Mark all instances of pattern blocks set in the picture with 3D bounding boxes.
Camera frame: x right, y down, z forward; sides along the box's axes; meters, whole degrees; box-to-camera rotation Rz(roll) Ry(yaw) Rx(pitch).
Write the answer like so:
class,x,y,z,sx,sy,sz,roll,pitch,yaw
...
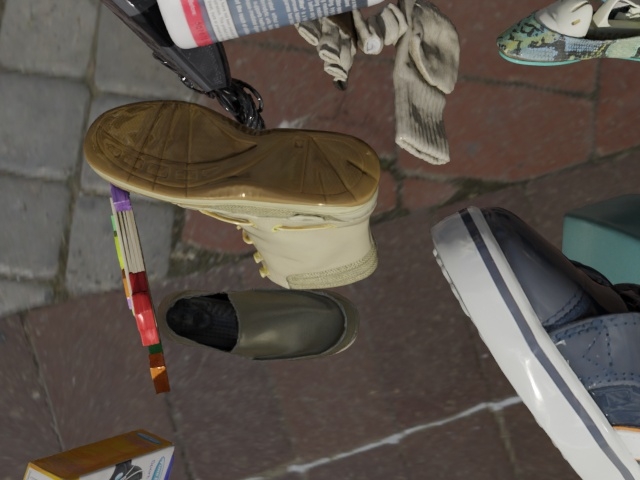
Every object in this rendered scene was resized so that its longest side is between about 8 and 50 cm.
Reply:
class,x,y,z,sx,sy,sz,roll,pitch,yaw
pattern blocks set,-0.212,0.032,1.500,0.026,0.325,0.285,-12,68,-7

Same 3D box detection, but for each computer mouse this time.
class,x,y,z,sx,sy,sz,roll,pitch,yaw
computer mouse,-0.153,-0.228,1.368,0.072,0.272,0.188,-49,57,-2

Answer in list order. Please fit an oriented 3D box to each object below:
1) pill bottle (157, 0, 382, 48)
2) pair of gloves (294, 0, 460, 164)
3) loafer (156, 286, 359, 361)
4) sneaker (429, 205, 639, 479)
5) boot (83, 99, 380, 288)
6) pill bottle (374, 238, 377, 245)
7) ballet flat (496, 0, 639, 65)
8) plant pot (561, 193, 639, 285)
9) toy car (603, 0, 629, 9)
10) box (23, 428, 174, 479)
class,x,y,z,sx,sy,sz,roll,pitch,yaw
pill bottle,-0.010,-0.183,0.771,0.180,0.108,0.108,-12,83,2
pair of gloves,0.057,-0.203,1.239,0.240,0.042,0.204,34,47,-37
loafer,-0.085,0.110,1.692,0.268,0.092,0.102,-1,93,7
sneaker,0.184,0.087,0.673,0.127,0.126,0.321,-35,111,9
boot,-0.073,-0.035,1.206,0.262,0.203,0.095,7,67,7
pill bottle,0.000,0.000,1.852,0.152,0.086,0.086,22,77,-23
ballet flat,0.249,-0.201,1.220,0.188,0.070,0.070,-7,82,-27
plant pot,0.388,0.040,1.499,0.166,0.234,0.165,-15,116,-28
toy car,0.468,-0.432,2.064,0.136,0.182,0.159,10,74,21
box,-0.125,0.151,0.719,0.028,0.136,0.081,21,97,17
